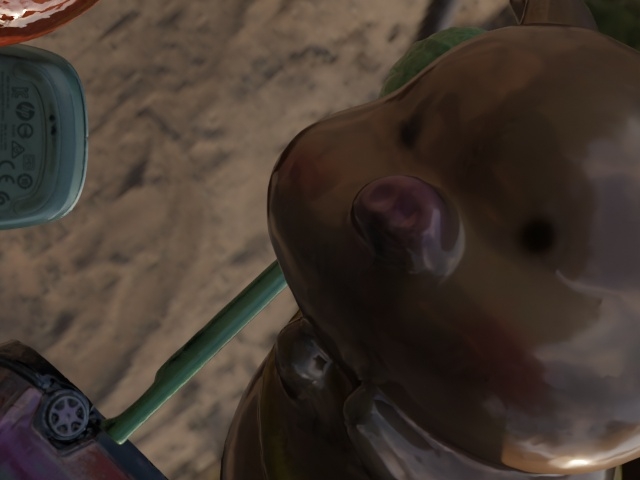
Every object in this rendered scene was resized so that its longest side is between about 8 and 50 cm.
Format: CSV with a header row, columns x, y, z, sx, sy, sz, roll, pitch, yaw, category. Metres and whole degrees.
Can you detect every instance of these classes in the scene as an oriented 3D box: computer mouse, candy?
x,y,z,sx,sy,sz,roll,pitch,yaw,category
-0.335,-0.088,1.358,0.289,0.097,0.159,0,98,-7,computer mouse
0.000,0.000,1.285,0.440,0.119,0.119,-45,148,-12,candy

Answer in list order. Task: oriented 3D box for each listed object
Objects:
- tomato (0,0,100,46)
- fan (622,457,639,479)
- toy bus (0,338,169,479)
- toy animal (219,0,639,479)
x,y,z,sx,sy,sz,roll,pitch,yaw,category
-0.266,-0.272,1.132,0.341,0.341,0.272,-29,131,-17,tomato
0.203,0.116,0.993,0.011,0.230,0.335,24,85,-67,fan
-0.215,0.234,1.464,0.302,0.127,0.147,48,66,-23,toy bus
0.045,0.052,0.523,0.149,0.165,0.248,-11,135,-53,toy animal
